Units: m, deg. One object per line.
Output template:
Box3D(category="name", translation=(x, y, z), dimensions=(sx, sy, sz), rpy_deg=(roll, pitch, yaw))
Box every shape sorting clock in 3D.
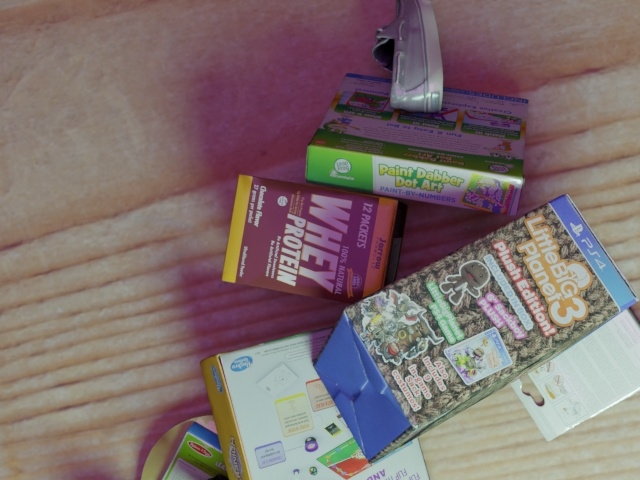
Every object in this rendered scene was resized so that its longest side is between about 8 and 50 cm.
Box3D(category="shape sorting clock", translation=(-0.135, 0.329, 1.293), dimensions=(0.206, 0.040, 0.206), rpy_deg=(1, 94, 12))

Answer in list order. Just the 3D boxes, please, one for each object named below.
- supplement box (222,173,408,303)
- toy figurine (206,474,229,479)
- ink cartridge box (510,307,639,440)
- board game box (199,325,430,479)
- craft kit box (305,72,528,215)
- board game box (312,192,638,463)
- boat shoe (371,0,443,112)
Box3D(category="supplement box", translation=(0.000, 0.000, 1.233), dimensions=(0.191, 0.194, 0.129), rpy_deg=(10, 92, 8))
Box3D(category="toy figurine", translation=(-0.172, 0.409, 1.209), dimensions=(0.213, 0.148, 0.209), rpy_deg=(-16, 92, 14))
Box3D(category="ink cartridge box", translation=(0.330, 0.151, 1.270), dimensions=(0.179, 0.045, 0.145), rpy_deg=(-36, 80, 20))
Box3D(category="board game box", translation=(0.008, 0.270, 1.210), dimensions=(0.242, 0.064, 0.316), rpy_deg=(-10, 80, -30))
Box3D(category="craft kit box", translation=(0.129, -0.126, 1.226), dimensions=(0.250, 0.246, 0.061), rpy_deg=(10, 118, 9))
Box3D(category="board game box", translation=(0.162, 0.105, 1.119), dimensions=(0.291, 0.232, 0.141), rpy_deg=(-26, 75, -17))
Box3D(category="boat shoe", translation=(0.106, -0.249, 1.272), dimensions=(0.081, 0.079, 0.227), rpy_deg=(-2, 47, -2))
